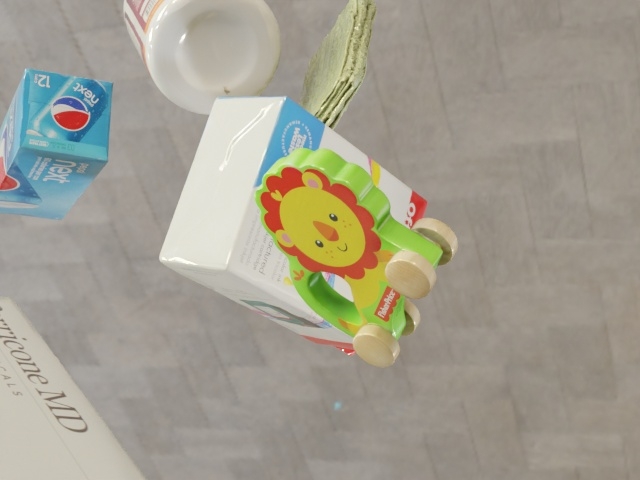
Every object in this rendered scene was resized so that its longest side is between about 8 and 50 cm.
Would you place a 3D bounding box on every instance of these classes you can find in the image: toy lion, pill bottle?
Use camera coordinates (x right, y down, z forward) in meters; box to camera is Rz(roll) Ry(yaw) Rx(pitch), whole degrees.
[{"bbox_3d":[0.010,0.004,0.523,0.096,0.034,0.100,31,142,10],"label":"toy lion"},{"bbox_3d":[-0.120,-0.208,1.039,0.121,0.221,0.121,-7,117,-15],"label":"pill bottle"}]

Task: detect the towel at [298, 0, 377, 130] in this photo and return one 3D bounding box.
[{"bbox_3d":[0.013,-0.147,0.987,0.027,0.148,0.110,25,133,-16],"label":"towel"}]

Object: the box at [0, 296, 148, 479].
[{"bbox_3d":[-0.150,0.128,0.355,0.119,0.181,0.182,13,108,-44],"label":"box"}]

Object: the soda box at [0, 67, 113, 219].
[{"bbox_3d":[-0.233,-0.075,0.933,0.071,0.067,0.210,7,165,-22],"label":"soda box"}]

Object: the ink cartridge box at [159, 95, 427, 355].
[{"bbox_3d":[0.000,0.000,0.845,0.078,0.134,0.231,5,162,43],"label":"ink cartridge box"}]
